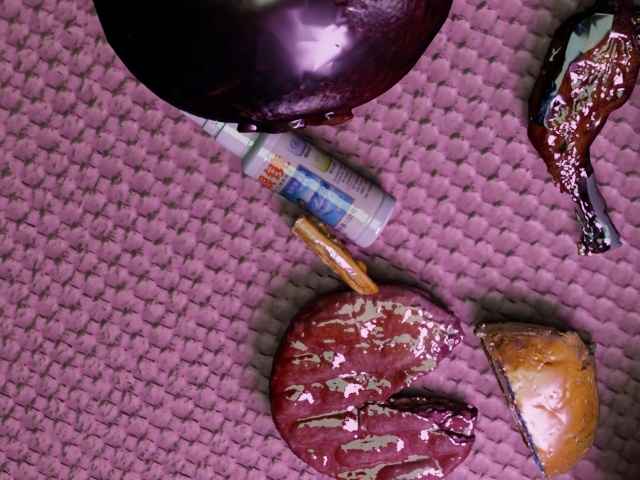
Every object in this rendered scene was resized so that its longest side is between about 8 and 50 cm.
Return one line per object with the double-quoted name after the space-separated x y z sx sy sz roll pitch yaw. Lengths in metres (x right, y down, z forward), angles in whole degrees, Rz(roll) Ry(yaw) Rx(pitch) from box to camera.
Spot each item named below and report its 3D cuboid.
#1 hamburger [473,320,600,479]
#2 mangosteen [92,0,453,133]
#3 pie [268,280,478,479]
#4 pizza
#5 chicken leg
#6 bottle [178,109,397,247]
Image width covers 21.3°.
0.222 0.139 1.617 0.102 0.087 0.176 -22 104 12 "hamburger"
-0.042 -0.262 1.388 0.307 0.307 0.347 -5 99 5 "mangosteen"
0.053 0.140 1.647 0.204 0.054 0.219 4 111 1 "pie"
0.000 0.000 1.577 0.026 0.108 0.123 -49 126 -5 "pizza"
0.241 -0.104 1.554 0.106 0.051 0.253 1 112 -3 "chicken leg"
-0.033 -0.073 1.574 0.217 0.060 0.060 34 108 -7 "bottle"
